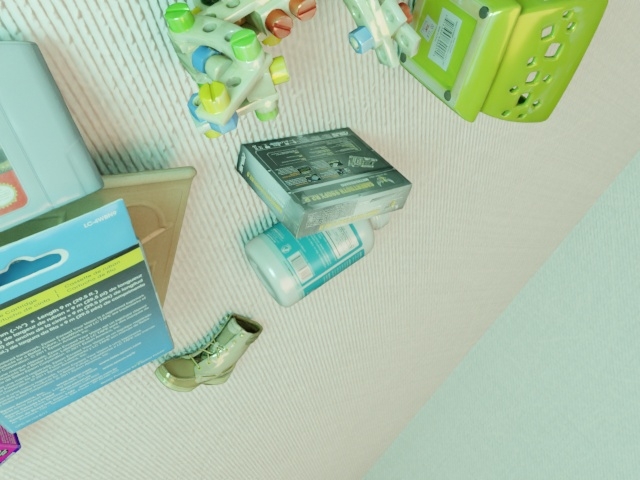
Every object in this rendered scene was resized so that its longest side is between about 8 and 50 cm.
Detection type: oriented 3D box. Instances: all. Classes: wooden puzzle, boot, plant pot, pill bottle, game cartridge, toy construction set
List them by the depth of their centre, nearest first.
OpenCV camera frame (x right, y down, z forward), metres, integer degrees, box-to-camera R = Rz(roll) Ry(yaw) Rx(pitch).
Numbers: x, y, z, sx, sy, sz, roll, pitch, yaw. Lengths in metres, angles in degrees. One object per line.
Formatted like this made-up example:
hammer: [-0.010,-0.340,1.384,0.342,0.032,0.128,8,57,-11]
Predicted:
game cartridge: [-0.399,-0.084,0.614,0.294,0.060,0.196,-28,107,-19]
toy construction set: [-0.040,-0.256,0.732,0.328,0.215,0.151,-27,146,-22]
wooden puzzle: [-0.362,0.027,0.867,0.322,0.080,0.348,-12,142,-38]
plant pot: [0.270,-0.330,0.983,0.207,0.227,0.228,-14,140,-28]
pill bottle: [0.000,0.000,1.154,0.264,0.146,0.146,-33,147,-13]
boot: [-0.224,0.227,1.254,0.165,0.077,0.213,-51,152,16]

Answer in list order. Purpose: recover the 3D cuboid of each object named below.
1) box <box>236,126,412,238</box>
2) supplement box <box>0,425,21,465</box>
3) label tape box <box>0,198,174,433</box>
box: [0.007,-0.103,1.002,0.231,0.183,0.056,-17,141,-35]
supplement box: [-0.584,0.292,0.907,0.111,0.114,0.220,-43,147,3]
label tape box: [-0.343,0.079,0.767,0.249,0.115,0.347,-27,147,-21]
